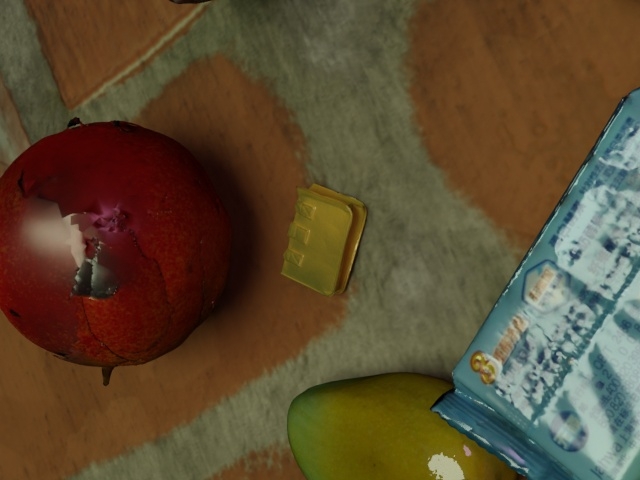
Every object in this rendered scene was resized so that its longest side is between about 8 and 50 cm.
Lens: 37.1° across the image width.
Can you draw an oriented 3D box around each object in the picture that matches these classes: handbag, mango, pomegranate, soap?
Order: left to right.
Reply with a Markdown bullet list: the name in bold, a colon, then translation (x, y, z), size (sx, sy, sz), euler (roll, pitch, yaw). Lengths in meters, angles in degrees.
- **pomegranate**: translation (-0.179, 0.011, 0.810), size (0.210, 0.210, 0.235), euler (37, 141, 25)
- **handbag**: translation (0.000, 0.000, 0.791), size (0.061, 0.027, 0.083), euler (24, 110, 28)
- **mango**: translation (0.057, 0.161, 0.734), size (0.195, 0.092, 0.130), euler (17, 105, 33)
- **soap**: translation (0.209, 0.035, 0.618), size (0.156, 0.077, 0.293), euler (39, 109, 25)

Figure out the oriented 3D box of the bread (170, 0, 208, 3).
- **bread**: translation (-0.064, -0.324, 0.737), size (0.190, 0.123, 0.244), euler (-22, 84, 32)
